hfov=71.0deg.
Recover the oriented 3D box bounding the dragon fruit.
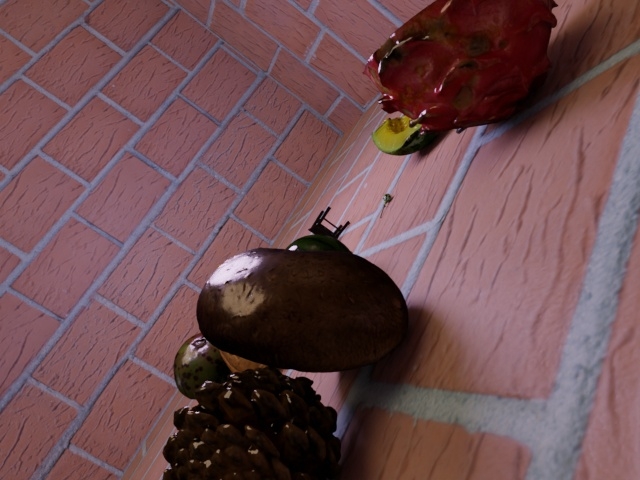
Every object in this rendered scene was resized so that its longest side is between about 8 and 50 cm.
[{"bbox_3d":[0.288,-0.339,0.880,0.370,0.249,0.386,-26,2,7],"label":"dragon fruit"}]

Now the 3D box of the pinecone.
[{"bbox_3d":[-0.081,0.299,0.621,0.243,0.257,0.244,-10,71,33],"label":"pinecone"}]

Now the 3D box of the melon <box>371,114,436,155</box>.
[{"bbox_3d":[0.281,-0.322,1.286,0.265,0.129,0.169,-42,38,38],"label":"melon"}]

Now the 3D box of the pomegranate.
[{"bbox_3d":[-0.410,0.475,1.596,0.242,0.242,0.306,-77,4,-64],"label":"pomegranate"}]

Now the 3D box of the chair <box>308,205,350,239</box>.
[{"bbox_3d":[0.000,0.000,1.533,0.213,0.101,0.084,-57,11,-18],"label":"chair"}]

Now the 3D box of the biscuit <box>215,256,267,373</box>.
[{"bbox_3d":[-0.235,0.226,1.331,0.385,0.062,0.366,-4,86,54],"label":"biscuit"}]

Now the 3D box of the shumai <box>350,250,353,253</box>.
[{"bbox_3d":[0.028,0.062,1.251,0.124,0.087,0.099,-52,9,6],"label":"shumai"}]

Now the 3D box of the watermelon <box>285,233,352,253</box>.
[{"bbox_3d":[0.006,0.081,1.042,0.188,0.214,0.188,10,-90,-68],"label":"watermelon"}]

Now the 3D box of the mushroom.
[{"bbox_3d":[-0.037,0.107,0.752,0.345,0.344,0.239,-38,62,58],"label":"mushroom"}]

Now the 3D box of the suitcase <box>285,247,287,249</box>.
[{"bbox_3d":[-0.183,0.172,1.520,0.229,0.152,0.335,-41,-2,-42],"label":"suitcase"}]

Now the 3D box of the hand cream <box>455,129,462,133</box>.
[{"bbox_3d":[0.392,-0.368,1.136,0.083,0.048,0.224,-38,26,59],"label":"hand cream"}]

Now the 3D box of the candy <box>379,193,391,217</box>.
[{"bbox_3d":[0.182,-0.098,1.270,0.023,0.025,0.083,86,-159,-61],"label":"candy"}]
